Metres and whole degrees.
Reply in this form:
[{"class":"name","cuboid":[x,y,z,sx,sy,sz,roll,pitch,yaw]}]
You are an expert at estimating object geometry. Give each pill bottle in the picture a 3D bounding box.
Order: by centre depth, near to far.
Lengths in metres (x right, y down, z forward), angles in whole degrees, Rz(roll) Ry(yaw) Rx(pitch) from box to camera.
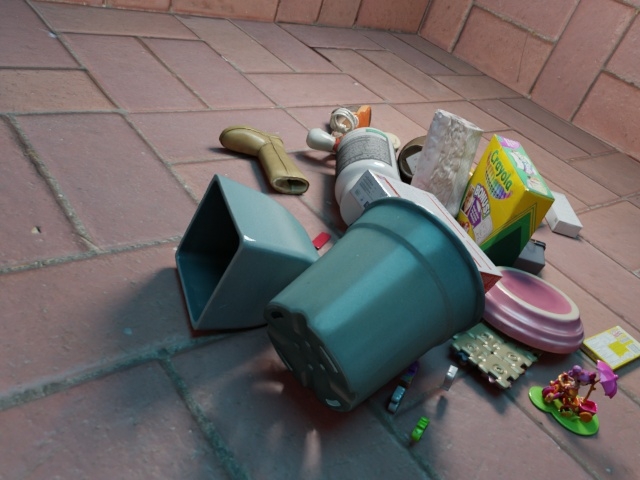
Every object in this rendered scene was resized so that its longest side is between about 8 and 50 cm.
[{"class":"pill bottle","cuboid":[0.146,-0.193,1.723,0.204,0.204,0.361,15,34,-8]}]

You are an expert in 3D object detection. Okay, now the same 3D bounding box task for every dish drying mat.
[{"class":"dish drying mat","cuboid":[0.000,0.000,1.553,0.032,0.008,0.083,28,36,13]}]

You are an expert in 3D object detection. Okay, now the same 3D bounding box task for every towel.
[{"class":"towel","cuboid":[0.391,-0.221,1.730,0.053,0.332,0.317,24,15,35]}]

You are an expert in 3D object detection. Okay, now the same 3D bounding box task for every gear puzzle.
[{"class":"gear puzzle","cuboid":[0.461,0.265,1.398,0.175,0.044,0.338,39,35,28]}]

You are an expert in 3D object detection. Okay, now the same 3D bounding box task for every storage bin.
[{"class":"storage bin","cuboid":[0.657,0.046,1.760,0.135,0.098,0.091,15,45,-7]}]

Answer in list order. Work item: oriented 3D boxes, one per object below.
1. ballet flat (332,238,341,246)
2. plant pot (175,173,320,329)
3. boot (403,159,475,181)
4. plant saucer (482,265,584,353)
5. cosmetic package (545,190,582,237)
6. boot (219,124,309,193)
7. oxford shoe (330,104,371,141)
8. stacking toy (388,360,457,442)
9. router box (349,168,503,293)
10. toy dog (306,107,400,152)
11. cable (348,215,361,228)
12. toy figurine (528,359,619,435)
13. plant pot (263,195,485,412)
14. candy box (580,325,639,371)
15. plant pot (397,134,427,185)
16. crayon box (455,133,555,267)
[{"class":"ballet flat","cuboid":[0.119,0.086,1.435,0.087,0.083,0.247,10,35,-40]},{"class":"plant pot","cuboid":[-0.144,0.041,1.227,0.252,0.247,0.248,12,32,-35]},{"class":"boot","cuboid":[0.443,-0.260,2.080,0.211,0.104,0.295,-7,40,-24]},{"class":"plant saucer","cuboid":[0.562,0.170,1.492,0.332,0.084,0.332,16,25,-8]},{"class":"cosmetic package","cuboid":[0.920,-0.109,2.130,0.098,0.060,0.239,15,34,-4]},{"class":"boot","cuboid":[-0.180,-0.259,1.753,0.236,0.089,0.270,0,40,-27]},{"class":"oxford shoe","cuboid":[0.092,-0.450,2.153,0.132,0.130,0.364,10,25,18]},{"class":"stacking toy","cuboid":[0.176,0.311,1.171,0.166,0.052,0.221,24,40,22]},{"class":"router box","cuboid":[0.270,-0.017,1.406,0.301,0.082,0.335,14,35,-44]},{"class":"toy dog","cuboid":[0.129,-0.352,1.949,0.333,0.220,0.161,30,40,-21]},{"class":"cable","cuboid":[0.169,-0.016,1.552,0.184,0.151,0.047,23,-2,7]},{"class":"toy figurine","cuboid":[0.594,0.335,1.256,0.173,0.159,0.130,22,34,4]},{"class":"plant pot","cuboid":[0.089,0.138,1.103,0.334,0.341,0.341,-35,59,-29]},{"class":"candy box","cuboid":[0.819,0.301,1.536,0.205,0.027,0.105,-8,41,-35]},{"class":"plant pot","cuboid":[0.343,-0.256,1.840,0.215,0.215,0.230,31,14,16]},{"class":"crayon box","cuboid":[0.550,-0.108,1.713,0.106,0.313,0.363,14,34,-9]}]
